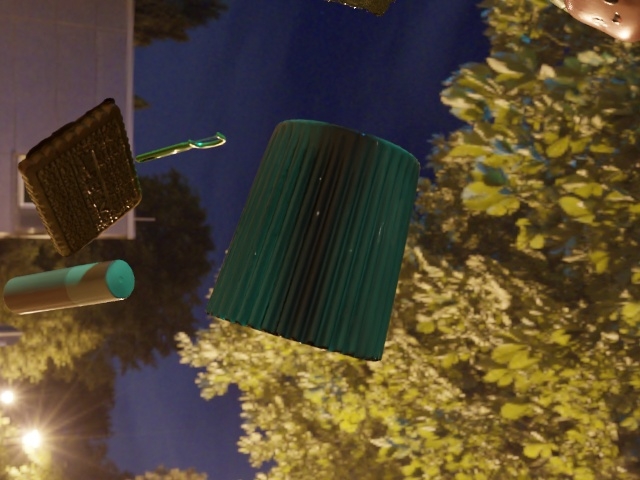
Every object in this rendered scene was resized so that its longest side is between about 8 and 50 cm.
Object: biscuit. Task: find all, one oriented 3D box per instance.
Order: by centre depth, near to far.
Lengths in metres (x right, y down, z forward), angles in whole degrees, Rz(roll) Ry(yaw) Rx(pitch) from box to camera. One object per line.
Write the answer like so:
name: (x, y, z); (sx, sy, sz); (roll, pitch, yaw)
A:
biscuit: (-0.351, -0.087, 1.141); (0.029, 0.172, 0.254); (39, -26, 19)

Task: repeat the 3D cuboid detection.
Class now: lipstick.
lipstick: (-0.447, 0.084, 1.330); (0.254, 0.070, 0.070); (-9, -101, 28)

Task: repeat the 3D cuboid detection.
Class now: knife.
knife: (-0.282, -0.185, 1.525); (0.212, 0.054, 0.015); (-11, -100, 23)

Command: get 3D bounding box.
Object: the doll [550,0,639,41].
doll: (0.464, -0.419, 1.128); (0.216, 0.268, 0.284); (-60, 169, -14)

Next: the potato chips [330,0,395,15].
potato chips: (0.084, -0.500, 1.407); (0.167, 0.228, 0.059); (58, 20, -10)

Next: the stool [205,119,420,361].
stool: (0.000, 0.000, 1.226); (0.297, 0.297, 0.330); (3, -104, 64)
